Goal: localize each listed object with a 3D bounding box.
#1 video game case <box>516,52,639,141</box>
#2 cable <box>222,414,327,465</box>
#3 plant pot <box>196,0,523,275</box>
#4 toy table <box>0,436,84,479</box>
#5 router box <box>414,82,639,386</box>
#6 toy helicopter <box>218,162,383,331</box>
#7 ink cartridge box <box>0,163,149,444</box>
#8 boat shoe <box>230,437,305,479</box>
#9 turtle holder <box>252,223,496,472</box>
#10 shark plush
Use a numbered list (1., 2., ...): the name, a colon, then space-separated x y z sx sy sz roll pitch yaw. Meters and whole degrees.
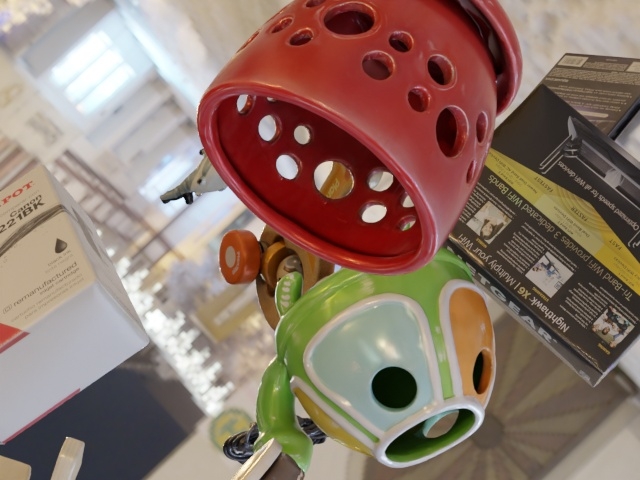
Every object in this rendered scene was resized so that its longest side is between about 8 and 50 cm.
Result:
1. video game case: 0.375 -0.185 1.851 0.196 0.274 0.026 16 146 48
2. cable: -0.056 0.315 1.912 0.150 0.184 0.047 -55 46 50
3. plant pot: 0.037 -0.096 0.855 0.191 0.174 0.191 27 151 17
4. toy table: -0.370 0.400 1.681 0.274 0.161 0.252 27 138 -9
5. router box: 0.310 -0.010 1.538 0.309 0.243 0.081 43 168 15
6. toy helicopter: 0.000 0.000 1.727 0.140 0.355 0.235 2 -134 -32
7. ink cartridge box: -0.333 0.062 1.372 0.114 0.197 0.273 57 177 -38
8. boat shoe: -0.102 0.327 1.065 0.096 0.324 0.116 33 174 3
9. turtle holder: 0.057 0.149 1.453 0.243 0.320 0.227 84 165 -56
10. shark plush: -0.131 -0.092 1.522 0.073 0.161 0.067 14 -136 -40
